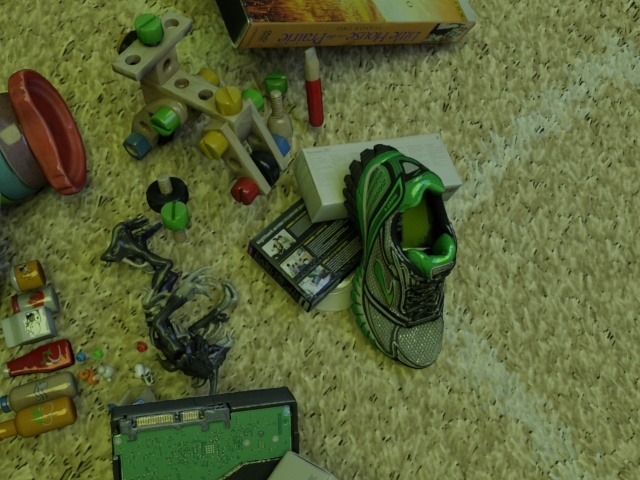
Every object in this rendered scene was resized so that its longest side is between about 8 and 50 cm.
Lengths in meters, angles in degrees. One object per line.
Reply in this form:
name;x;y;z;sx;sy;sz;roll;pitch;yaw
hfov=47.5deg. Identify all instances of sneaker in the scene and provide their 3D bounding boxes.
sneaker;0.120;0.046;1.015;0.134;0.146;0.343;-24;120;-19

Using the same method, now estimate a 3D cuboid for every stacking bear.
stacking bear;-0.497;-0.110;1.018;0.289;0.164;0.175;-20;107;1

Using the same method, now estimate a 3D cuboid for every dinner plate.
dinner plate;0.014;0.039;1.121;0.141;0.017;0.141;1;79;-8

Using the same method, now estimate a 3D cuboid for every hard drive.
hard drive;-0.145;0.370;0.952;0.237;0.064;0.338;-5;101;-15

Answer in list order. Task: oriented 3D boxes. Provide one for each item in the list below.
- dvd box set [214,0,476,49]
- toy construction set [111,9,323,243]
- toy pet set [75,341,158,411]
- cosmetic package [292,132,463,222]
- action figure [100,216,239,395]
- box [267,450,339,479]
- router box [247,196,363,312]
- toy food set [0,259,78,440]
dvd box set;0.014;-0.431;1.083;0.420;0.062;0.307;-11;73;-34
toy construction set;-0.140;-0.207;1.007;0.309;0.237;0.257;-28;53;-20
toy pet set;-0.284;0.211;1.009;0.122;0.065;0.114;-13;112;22
cosmetic package;0.086;-0.096;1.094;0.239;0.060;0.099;-9;68;-24
action figure;-0.190;0.091;1.017;0.141;0.164;0.275;-33;79;-6
box;0.032;0.394;0.944;0.113;0.094;0.275;-53;125;-19
router box;0.000;0.000;1.089;0.133;0.046;0.179;45;67;10
toy food set;-0.409;0.152;1.001;0.105;0.111;0.232;-16;81;-9
